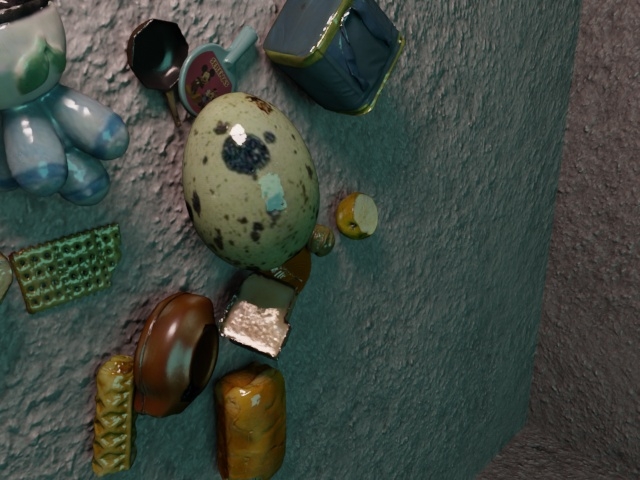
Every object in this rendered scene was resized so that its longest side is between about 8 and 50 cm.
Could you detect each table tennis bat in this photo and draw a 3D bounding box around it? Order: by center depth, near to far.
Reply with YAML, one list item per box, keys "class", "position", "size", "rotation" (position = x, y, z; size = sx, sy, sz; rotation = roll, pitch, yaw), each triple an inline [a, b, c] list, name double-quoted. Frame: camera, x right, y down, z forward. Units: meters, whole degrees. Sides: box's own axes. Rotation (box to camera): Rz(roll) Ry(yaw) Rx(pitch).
- class: "table tennis bat"
  position: [-0.216, -0.370, 1.058]
  size: [0.244, 0.040, 0.153]
  rotation: [-56, 151, -18]

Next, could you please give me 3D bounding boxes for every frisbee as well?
- class: "frisbee"
  position: [-0.092, 0.085, 1.352]
  size: [0.192, 0.035, 0.192]
  rotation: [-16, 114, -39]

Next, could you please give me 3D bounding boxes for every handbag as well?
- class: "handbag"
  position: [0.034, -0.458, 1.150]
  size: [0.241, 0.222, 0.263]
  rotation: [33, 82, -49]

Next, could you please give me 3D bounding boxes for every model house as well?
- class: "model house"
  position: [-0.143, 0.193, 1.250]
  size: [0.172, 0.166, 0.183]
  rotation: [87, 25, -72]

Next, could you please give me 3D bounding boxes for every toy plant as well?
- class: "toy plant"
  position: [-0.452, -0.193, 0.787]
  size: [0.247, 0.247, 0.332]
  rotation: [-40, 132, -27]

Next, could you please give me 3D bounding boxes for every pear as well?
- class: "pear"
  position: [0.095, -0.069, 1.429]
  size: [0.141, 0.104, 0.141]
  rotation: [16, 70, -50]

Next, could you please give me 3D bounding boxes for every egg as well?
- class: "egg"
  position: [-0.147, -0.117, 1.046]
  size: [0.287, 0.287, 0.379]
  rotation: [-31, 126, -32]

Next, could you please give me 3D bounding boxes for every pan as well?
- class: "pan"
  position: [-0.328, -0.328, 0.967]
  size: [0.128, 0.048, 0.202]
  rotation: [-15, 126, -51]

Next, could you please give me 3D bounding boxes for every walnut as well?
- class: "walnut"
  position: [0.000, 0.000, 1.379]
  size: [0.092, 0.092, 0.092]
  rotation: [-17, 116, -39]

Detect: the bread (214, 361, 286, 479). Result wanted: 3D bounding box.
- class: "bread"
  position: [-0.180, 0.507, 1.336]
  size: [0.195, 0.148, 0.344]
  rotation: [-17, 116, -38]

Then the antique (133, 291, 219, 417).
- class: "antique"
  position: [-0.315, 0.254, 1.100]
  size: [0.223, 0.129, 0.278]
  rotation: [59, 43, -70]

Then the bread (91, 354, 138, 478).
- class: "bread"
  position: [-0.447, 0.379, 1.081]
  size: [0.098, 0.087, 0.270]
  rotation: [-2, 105, -40]

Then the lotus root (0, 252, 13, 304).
- class: "lotus root"
  position: [-0.631, 0.073, 0.776]
  size: [0.234, 0.119, 0.138]
  rotation: [0, 104, -45]

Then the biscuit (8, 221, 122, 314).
- class: "biscuit"
  position: [-0.489, 0.056, 0.977]
  size: [0.203, 0.016, 0.144]
  rotation: [-20, 118, -37]
